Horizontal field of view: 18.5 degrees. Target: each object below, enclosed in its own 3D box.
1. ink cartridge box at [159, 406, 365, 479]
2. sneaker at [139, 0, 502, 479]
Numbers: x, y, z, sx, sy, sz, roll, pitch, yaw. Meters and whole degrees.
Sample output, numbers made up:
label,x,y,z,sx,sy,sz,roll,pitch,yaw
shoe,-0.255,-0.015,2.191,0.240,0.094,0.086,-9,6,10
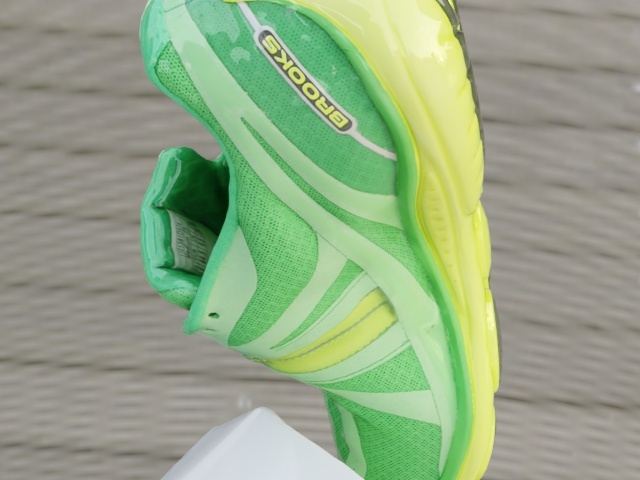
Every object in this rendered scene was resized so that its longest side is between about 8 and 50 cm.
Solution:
label,x,y,z,sx,sy,sz,roll,pitch,yaw
ink cartridge box,-0.096,0.180,0.630,0.308,0.385,0.091,-43,88,-13
sneaker,0.000,0.000,0.713,0.124,0.295,0.109,-8,48,3
